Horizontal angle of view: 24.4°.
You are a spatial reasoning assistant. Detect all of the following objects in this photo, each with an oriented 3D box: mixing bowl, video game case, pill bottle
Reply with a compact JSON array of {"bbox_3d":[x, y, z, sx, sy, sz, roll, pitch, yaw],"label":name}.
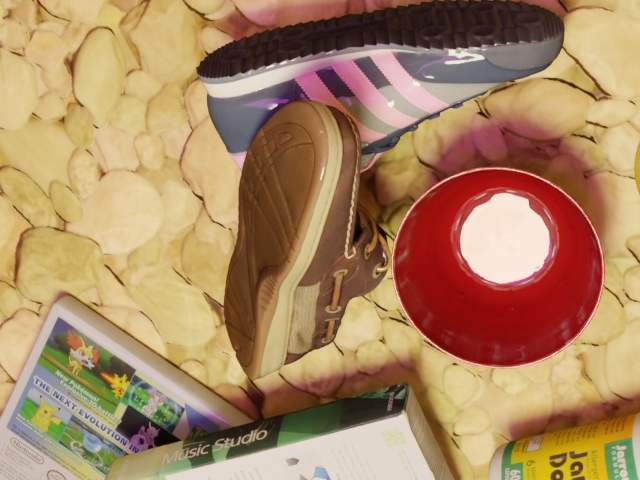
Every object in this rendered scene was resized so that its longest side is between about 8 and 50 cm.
[{"bbox_3d":[0.159,0.011,1.299,0.181,0.098,0.181,4,108,11],"label":"mixing bowl"},{"bbox_3d":[-0.198,0.263,1.568,0.329,0.036,0.300,33,116,9],"label":"video game case"},{"bbox_3d":[0.266,0.219,1.325,0.208,0.117,0.117,-16,101,25],"label":"pill bottle"}]

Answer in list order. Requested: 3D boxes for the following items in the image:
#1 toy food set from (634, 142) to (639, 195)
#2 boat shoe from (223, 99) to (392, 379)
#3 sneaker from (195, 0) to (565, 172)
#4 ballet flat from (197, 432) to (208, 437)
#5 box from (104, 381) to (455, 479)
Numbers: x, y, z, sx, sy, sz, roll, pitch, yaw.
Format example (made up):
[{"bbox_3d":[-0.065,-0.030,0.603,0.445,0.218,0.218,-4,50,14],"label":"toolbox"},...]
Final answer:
[{"bbox_3d":[0.362,-0.031,1.227,0.218,0.071,0.128,25,115,11],"label":"toy food set"},{"bbox_3d":[0.000,0.000,1.303,0.342,0.123,0.123,105,148,-49],"label":"boat shoe"},{"bbox_3d":[0.059,-0.128,1.293,0.319,0.112,0.131,-6,120,15],"label":"sneaker"},{"bbox_3d":[-0.138,0.241,1.495,0.041,0.041,0.114,46,118,2],"label":"ballet flat"},{"bbox_3d":[-0.021,0.278,1.442,0.322,0.058,0.232,-17,116,17],"label":"box"}]
